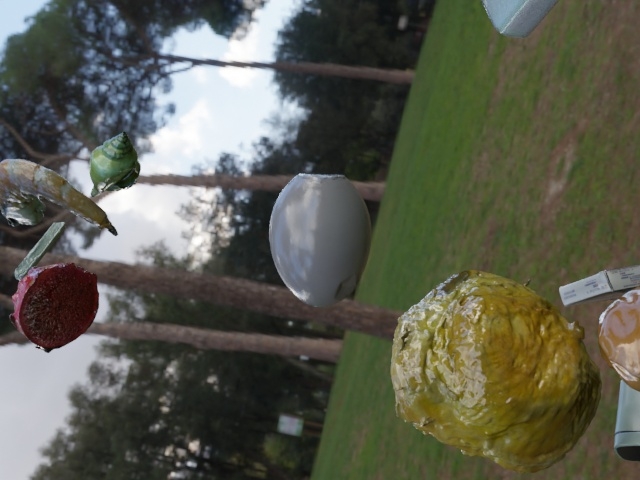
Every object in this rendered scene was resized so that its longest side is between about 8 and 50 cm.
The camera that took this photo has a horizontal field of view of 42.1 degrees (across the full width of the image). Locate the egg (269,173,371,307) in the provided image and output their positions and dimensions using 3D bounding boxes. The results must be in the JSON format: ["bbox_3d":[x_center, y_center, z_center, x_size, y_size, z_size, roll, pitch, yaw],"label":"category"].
[{"bbox_3d":[0.000,0.000,1.431,0.176,0.176,0.231,-10,-80,-85],"label":"egg"}]

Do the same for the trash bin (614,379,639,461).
[{"bbox_3d":[0.542,0.288,1.349,0.059,0.116,0.129,52,-136,-34],"label":"trash bin"}]

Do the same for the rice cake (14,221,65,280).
[{"bbox_3d":[-0.635,0.021,1.887,0.170,0.029,0.033,-59,0,-33],"label":"rice cake"}]

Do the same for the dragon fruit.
[{"bbox_3d":[-0.456,0.099,1.381,0.153,0.111,0.153,-18,-62,-39],"label":"dragon fruit"}]

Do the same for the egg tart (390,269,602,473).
[{"bbox_3d":[0.290,0.177,1.280,0.339,0.352,0.153,-60,4,-37],"label":"egg tart"}]

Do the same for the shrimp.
[{"bbox_3d":[-0.535,-0.089,1.608,0.185,0.287,0.068,61,-139,-45],"label":"shrimp"}]

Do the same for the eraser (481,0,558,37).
[{"bbox_3d":[0.372,-0.492,1.374,0.290,0.104,0.189,129,145,-61],"label":"eraser"}]

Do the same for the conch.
[{"bbox_3d":[-0.386,-0.136,1.562,0.200,0.095,0.079,120,150,-63],"label":"conch"}]

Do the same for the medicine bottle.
[{"bbox_3d":[0.610,0.091,1.701,0.201,0.171,0.052,128,133,-73],"label":"medicine bottle"}]

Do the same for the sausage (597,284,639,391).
[{"bbox_3d":[0.451,0.094,0.994,0.120,0.241,0.136,58,-177,-35],"label":"sausage"}]
